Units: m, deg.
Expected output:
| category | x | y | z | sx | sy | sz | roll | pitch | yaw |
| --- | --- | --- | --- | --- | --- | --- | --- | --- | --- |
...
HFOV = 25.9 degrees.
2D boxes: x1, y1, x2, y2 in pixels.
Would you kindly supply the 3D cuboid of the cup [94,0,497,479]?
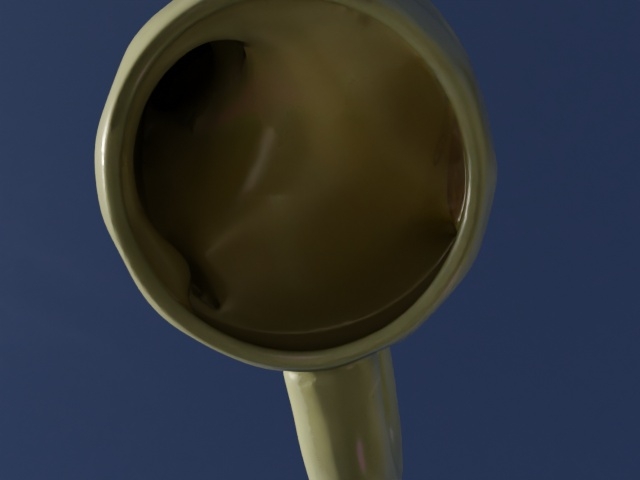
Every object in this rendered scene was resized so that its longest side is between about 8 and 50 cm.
| category | x | y | z | sx | sy | sz | roll | pitch | yaw |
| --- | --- | --- | --- | --- | --- | --- | --- | --- | --- |
| cup | 0.016 | -0.013 | 0.661 | 0.173 | 0.202 | 0.255 | -33 | -81 | 9 |
